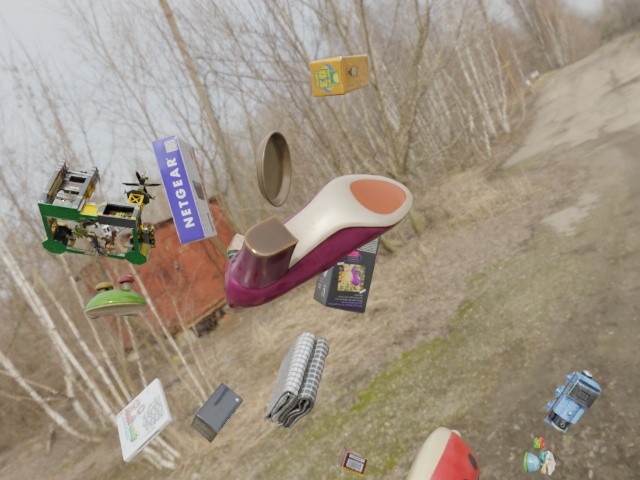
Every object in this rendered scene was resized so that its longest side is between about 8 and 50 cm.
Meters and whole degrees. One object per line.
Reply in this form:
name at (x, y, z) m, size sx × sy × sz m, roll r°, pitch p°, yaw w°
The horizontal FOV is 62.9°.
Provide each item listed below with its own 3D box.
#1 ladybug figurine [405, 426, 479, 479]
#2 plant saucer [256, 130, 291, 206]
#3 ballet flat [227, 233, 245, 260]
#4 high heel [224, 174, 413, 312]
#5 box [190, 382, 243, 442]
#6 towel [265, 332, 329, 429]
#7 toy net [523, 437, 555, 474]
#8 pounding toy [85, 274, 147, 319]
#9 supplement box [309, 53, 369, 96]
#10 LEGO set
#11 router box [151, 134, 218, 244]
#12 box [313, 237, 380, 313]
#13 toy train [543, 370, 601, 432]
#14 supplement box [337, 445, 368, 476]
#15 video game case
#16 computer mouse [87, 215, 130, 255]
ladybug figurine at (0.330, 0.738, 1.461) m, size 0.161 × 0.305 × 0.450 m, roll 9°, pitch 51°, yaw 31°
plant saucer at (-0.171, -0.261, 1.923) m, size 0.041 × 0.278 × 0.278 m, roll 2°, pitch 14°, yaw 19°
ballet flat at (-0.146, 0.025, 1.709) m, size 0.315 × 0.106 × 0.108 m, roll 8°, pitch -32°, yaw 3°
high heel at (0.000, 0.000, 0.908) m, size 0.377 × 0.127 × 0.181 m, roll -18°, pitch -28°, yaw -34°
box at (-0.389, 0.647, 1.962) m, size 0.153 × 0.108 × 0.207 m, roll -48°, pitch -7°, yaw -36°
towel at (-0.072, 0.470, 1.730) m, size 0.284 × 0.121 × 0.235 m, roll 118°, pitch 172°, yaw -47°
toy net at (0.792, 0.778, 1.888) m, size 0.045 × 0.122 × 0.232 m, roll -7°, pitch -25°, yaw 38°
pounding toy at (-0.664, 0.179, 1.692) m, size 0.182 × 0.110 × 0.237 m, roll -1°, pitch -17°, yaw -28°
supplement box at (0.048, -0.375, 1.181) m, size 0.080 × 0.078 × 0.233 m, roll 0°, pitch 19°, yaw 17°
LEGO set at (-0.594, -0.084, 1.430) m, size 0.330 × 0.192 × 0.255 m, roll 4°, pitch -41°, yaw -1°
router box at (-0.444, -0.159, 1.753) m, size 0.082 × 0.336 × 0.301 m, roll -16°, pitch 4°, yaw -3°
box at (0.086, 0.089, 1.742) m, size 0.143 × 0.271 × 0.165 m, roll 13°, pitch 0°, yaw -15°
toy train at (0.679, 0.438, 1.419) m, size 0.184 × 0.080 × 0.105 m, roll -62°, pitch -16°, yaw 13°
supplement box at (0.150, 1.031, 2.452) m, size 0.188 × 0.104 × 0.081 m, roll 106°, pitch -174°, yaw -75°
video game case at (-0.439, 0.440, 1.294) m, size 0.143 × 0.019 × 0.157 m, roll -44°, pitch 36°, yaw -3°
computer mouse at (-0.801, -0.038, 2.016) m, size 0.193 × 0.106 × 0.042 m, roll -45°, pitch 28°, yaw -21°
